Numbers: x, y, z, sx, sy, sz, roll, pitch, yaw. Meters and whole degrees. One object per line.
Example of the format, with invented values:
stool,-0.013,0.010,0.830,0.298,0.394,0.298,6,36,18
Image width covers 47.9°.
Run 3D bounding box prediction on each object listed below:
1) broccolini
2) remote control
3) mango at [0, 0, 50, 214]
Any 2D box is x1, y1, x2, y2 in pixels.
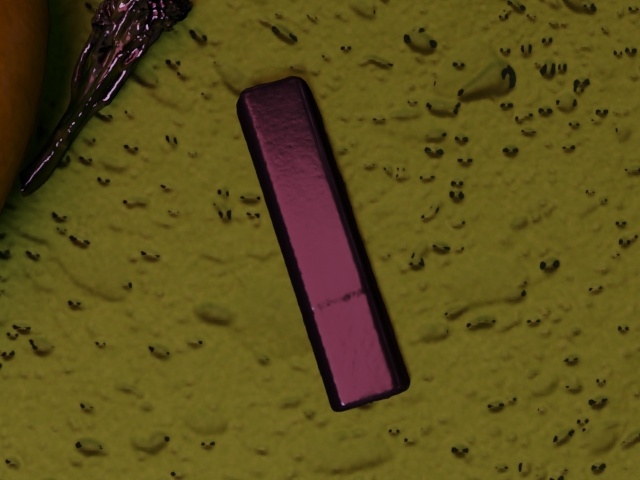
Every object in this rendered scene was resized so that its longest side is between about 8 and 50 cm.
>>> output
broccolini,-0.173,-0.123,0.529,0.058,0.074,0.201,41,89,-10
remote control,0.000,0.000,0.523,0.063,0.025,0.245,-19,83,-3
mango,-0.345,-0.071,0.462,0.301,0.220,0.445,26,75,11
